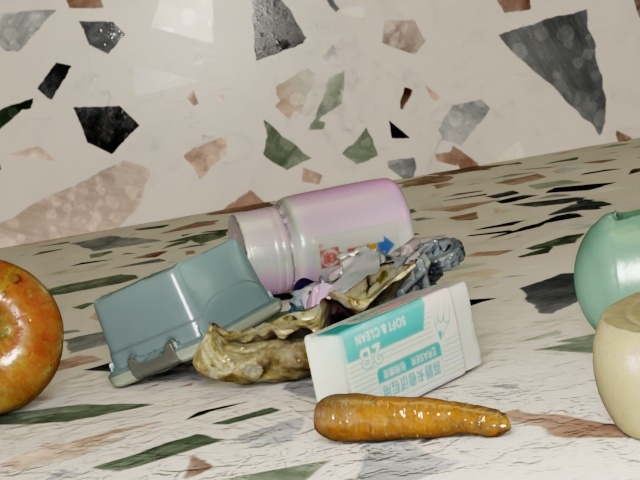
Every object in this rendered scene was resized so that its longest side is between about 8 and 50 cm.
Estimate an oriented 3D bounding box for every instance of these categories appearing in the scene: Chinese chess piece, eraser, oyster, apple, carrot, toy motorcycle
[{"bbox_3d":[0.368,0.095,1.358,0.273,0.102,0.273,-9,8,1],"label":"Chinese chess piece"},{"bbox_3d":[0.077,0.113,1.605,0.052,0.096,0.225,-8,7,41],"label":"eraser"},{"bbox_3d":[-0.003,0.093,1.712,0.166,0.094,0.294,-12,-9,-38],"label":"oyster"},{"bbox_3d":[-0.397,0.115,1.853,0.196,0.196,0.196,-9,8,1],"label":"apple"},{"bbox_3d":[0.084,0.164,1.445,0.191,0.047,0.047,0,11,22],"label":"carrot"},{"bbox_3d":[0.050,0.059,1.986,0.204,0.108,0.239,-3,10,40],"label":"toy motorcycle"}]

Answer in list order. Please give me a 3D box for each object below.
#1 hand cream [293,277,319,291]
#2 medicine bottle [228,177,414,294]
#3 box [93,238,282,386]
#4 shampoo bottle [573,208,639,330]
[{"bbox_3d":[0.023,0.079,2.173,0.062,0.039,0.163,-13,14,-35],"label":"hand cream"},{"bbox_3d":[0.000,0.000,2.338,0.254,0.152,0.152,-11,8,-13],"label":"medicine bottle"},{"bbox_3d":[-0.163,0.091,1.943,0.162,0.130,0.227,-23,1,26],"label":"box"},{"bbox_3d":[0.433,0.025,1.615,0.349,0.151,0.222,-8,10,18],"label":"shampoo bottle"}]
